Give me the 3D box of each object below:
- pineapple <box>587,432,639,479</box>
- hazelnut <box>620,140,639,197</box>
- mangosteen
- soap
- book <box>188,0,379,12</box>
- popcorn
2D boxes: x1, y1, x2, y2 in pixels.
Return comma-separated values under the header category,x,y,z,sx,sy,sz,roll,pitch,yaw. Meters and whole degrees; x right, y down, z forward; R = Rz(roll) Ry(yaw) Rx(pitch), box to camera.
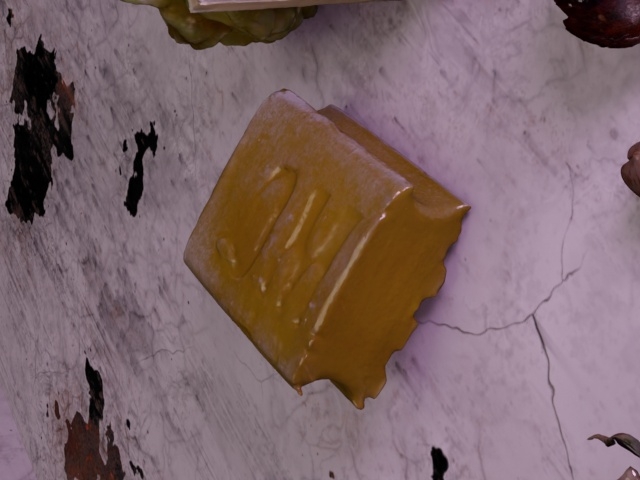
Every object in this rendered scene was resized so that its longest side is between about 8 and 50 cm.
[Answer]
category,x,y,z,sx,sy,sz,roll,pitch,yaw
pineapple,0.300,0.323,1.254,0.271,0.262,0.262,-57,42,10
hazelnut,0.332,-0.068,1.249,0.086,0.086,0.086,9,101,57
mangosteen,0.295,-0.271,1.228,0.180,0.166,0.166,-21,74,31
soap,0.000,0.000,1.659,0.335,0.156,0.293,45,112,47
book,-0.041,-0.379,1.611,0.026,0.290,0.201,135,125,-62
popcorn,-0.127,-0.392,1.759,0.335,0.274,0.279,125,157,-83
